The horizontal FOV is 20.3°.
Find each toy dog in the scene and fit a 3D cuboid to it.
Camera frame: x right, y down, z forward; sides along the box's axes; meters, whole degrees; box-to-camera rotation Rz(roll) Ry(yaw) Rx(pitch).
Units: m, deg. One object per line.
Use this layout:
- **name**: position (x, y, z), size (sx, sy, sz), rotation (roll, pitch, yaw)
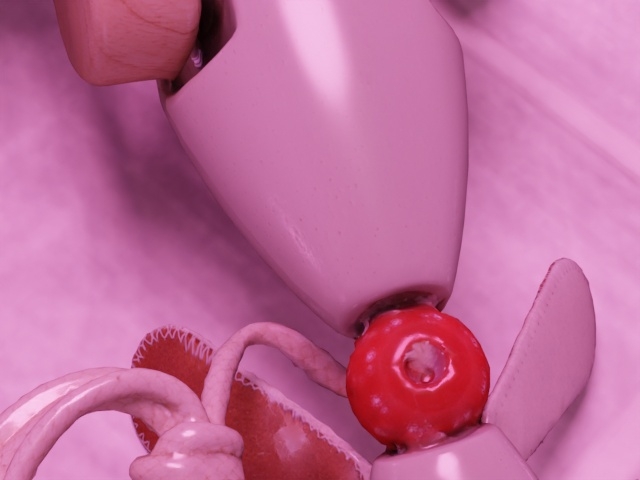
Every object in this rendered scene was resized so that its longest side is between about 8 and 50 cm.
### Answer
- **toy dog**: position (0.000, 0.000, 0.614), size (0.220, 0.161, 0.333), rotation (8, 76, -8)
